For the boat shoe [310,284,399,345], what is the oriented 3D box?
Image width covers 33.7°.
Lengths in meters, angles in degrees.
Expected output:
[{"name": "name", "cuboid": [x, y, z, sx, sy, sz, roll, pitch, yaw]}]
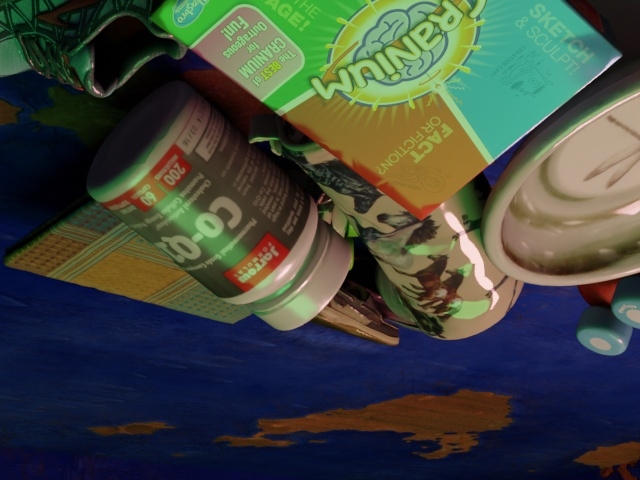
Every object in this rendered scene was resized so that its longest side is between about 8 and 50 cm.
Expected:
[{"name": "boat shoe", "cuboid": [0.049, 0.101, 1.544, 0.080, 0.073, 0.223, 10, 171, 42]}]

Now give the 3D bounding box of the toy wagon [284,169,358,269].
[{"name": "toy wagon", "cuboid": [-0.085, 0.004, 1.490, 0.267, 0.068, 0.344, 0, 156, -5]}]

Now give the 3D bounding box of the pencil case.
[{"name": "pencil case", "cuboid": [0.095, -0.045, 1.182, 0.184, 0.160, 0.410, -14, 138, 24]}]

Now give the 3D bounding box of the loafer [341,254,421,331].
[{"name": "loafer", "cuboid": [0.142, 0.075, 1.637, 0.303, 0.109, 0.095, 5, 151, -11]}]

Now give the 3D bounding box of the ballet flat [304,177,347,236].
[{"name": "ballet flat", "cuboid": [0.000, 0.000, 1.325, 0.070, 0.070, 0.188, 3, 114, -13]}]

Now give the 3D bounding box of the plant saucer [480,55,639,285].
[{"name": "plant saucer", "cuboid": [0.347, -0.096, 1.118, 0.400, 0.100, 0.400, -14, 150, -8]}]

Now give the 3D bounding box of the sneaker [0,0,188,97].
[{"name": "sneaker", "cuboid": [-0.228, -0.189, 0.971, 0.262, 0.125, 0.104, -14, 153, 23]}]

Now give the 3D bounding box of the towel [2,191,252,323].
[{"name": "towel", "cuboid": [-0.189, 0.022, 1.390, 0.370, 0.040, 0.271, 19, 148, -37]}]

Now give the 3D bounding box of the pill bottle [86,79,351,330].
[{"name": "pill bottle", "cuboid": [-0.106, -0.031, 1.186, 0.161, 0.161, 0.283, -25, 125, 39]}]

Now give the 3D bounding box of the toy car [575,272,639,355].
[{"name": "toy car", "cuboid": [0.361, -0.008, 1.426, 0.238, 0.219, 0.210, 28, 153, 1]}]

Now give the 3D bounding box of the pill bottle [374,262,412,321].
[{"name": "pill bottle", "cuboid": [0.153, 0.055, 1.484, 0.131, 0.131, 0.229, 2, -179, -11]}]

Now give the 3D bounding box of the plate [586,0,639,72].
[{"name": "plate", "cuboid": [0.318, -0.196, 1.120, 0.278, 0.045, 0.277, 18, 147, -38]}]

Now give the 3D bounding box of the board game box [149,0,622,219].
[{"name": "board game box", "cuboid": [0.056, -0.186, 0.887, 0.316, 0.064, 0.242, 34, 122, -25]}]
